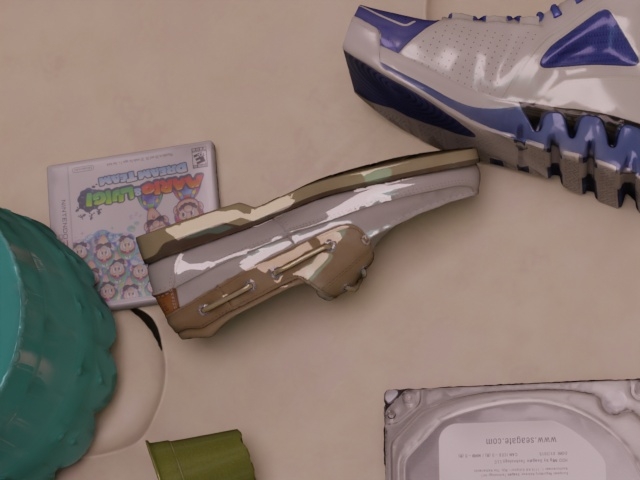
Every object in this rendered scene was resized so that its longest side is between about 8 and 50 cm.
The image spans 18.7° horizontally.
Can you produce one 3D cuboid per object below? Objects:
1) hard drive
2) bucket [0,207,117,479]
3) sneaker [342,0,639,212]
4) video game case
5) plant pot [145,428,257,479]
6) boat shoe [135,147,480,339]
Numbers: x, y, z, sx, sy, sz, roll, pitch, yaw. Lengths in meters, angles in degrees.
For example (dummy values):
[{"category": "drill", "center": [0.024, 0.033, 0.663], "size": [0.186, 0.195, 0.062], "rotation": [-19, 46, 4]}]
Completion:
[{"category": "hard drive", "center": [0.170, 0.283, 1.563], "size": [0.237, 0.064, 0.338], "rotation": [-3, 74, 11]}, {"category": "bucket", "center": [-0.328, 0.086, 1.650], "size": [0.281, 0.183, 0.281], "rotation": [-4, 75, 15]}, {"category": "sneaker", "center": [0.191, -0.155, 1.668], "size": [0.316, 0.127, 0.182], "rotation": [22, 75, 10]}, {"category": "video game case", "center": [-0.166, -0.010, 1.743], "size": [0.157, 0.019, 0.143], "rotation": [-8, 72, 9]}, {"category": "plant pot", "center": [-0.098, 0.196, 1.642], "size": [0.079, 0.083, 0.083], "rotation": [-18, 70, -8]}, {"category": "boat shoe", "center": [0.000, 0.000, 1.668], "size": [0.302, 0.113, 0.103], "rotation": [-17, 91, 6]}]
